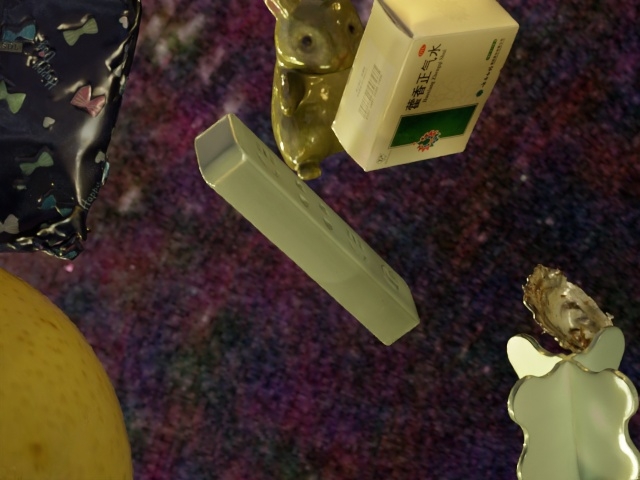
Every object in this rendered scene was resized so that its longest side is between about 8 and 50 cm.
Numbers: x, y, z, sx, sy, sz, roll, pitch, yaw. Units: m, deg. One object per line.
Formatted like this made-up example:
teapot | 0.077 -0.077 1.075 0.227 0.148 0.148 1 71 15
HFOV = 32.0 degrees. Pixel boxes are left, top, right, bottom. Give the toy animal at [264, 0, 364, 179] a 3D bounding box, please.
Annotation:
toy animal | 0.004 -0.261 1.607 0.181 0.363 0.180 -19 47 -16

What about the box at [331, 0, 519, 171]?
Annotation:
box | 0.126 -0.204 1.397 0.095 0.168 0.212 58 145 33

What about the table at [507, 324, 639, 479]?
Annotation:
table | 0.257 0.197 1.119 0.166 0.166 0.198 16 125 48

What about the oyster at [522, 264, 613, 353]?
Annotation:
oyster | 0.342 0.109 1.533 0.056 0.177 0.105 -38 35 43

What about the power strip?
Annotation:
power strip | -0.001 0.000 1.319 0.062 0.385 0.091 -37 36 15

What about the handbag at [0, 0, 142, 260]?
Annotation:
handbag | -0.243 -0.114 0.907 0.113 0.162 0.260 -126 47 -69

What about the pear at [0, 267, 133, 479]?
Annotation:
pear | -0.295 0.163 0.730 0.348 0.348 0.348 -22 55 35
